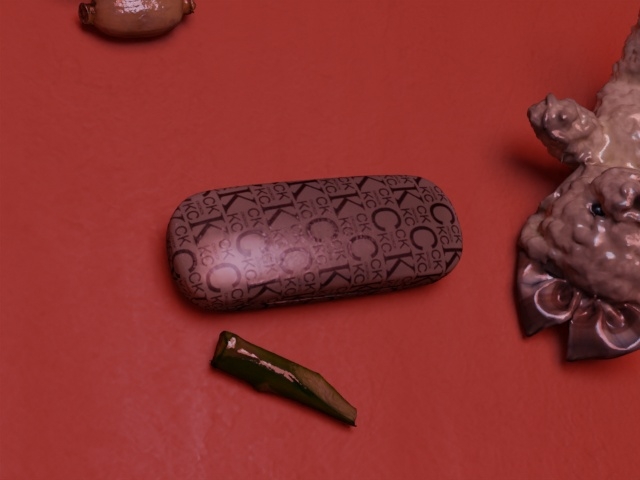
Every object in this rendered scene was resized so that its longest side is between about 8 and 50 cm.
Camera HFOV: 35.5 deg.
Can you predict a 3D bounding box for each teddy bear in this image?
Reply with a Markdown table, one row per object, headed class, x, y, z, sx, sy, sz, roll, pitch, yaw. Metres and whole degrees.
| class | x | y | z | sx | sy | sz | roll | pitch | yaw |
| --- | --- | --- | --- | --- | --- | --- | --- | --- | --- |
| teddy bear | 0.401 | -0.091 | 1.205 | 0.327 | 0.375 | 0.362 | 29 | 44 | 9 |

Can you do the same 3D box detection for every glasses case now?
| class | x | y | z | sx | sy | sz | roll | pitch | yaw |
| --- | --- | --- | --- | --- | --- | --- | --- | --- | --- |
| glasses case | 0.000 | 0.000 | 1.142 | 0.354 | 0.085 | 0.137 | -6 | 69 | -22 |

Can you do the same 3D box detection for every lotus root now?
| class | x | y | z | sx | sy | sz | roll | pitch | yaw |
| --- | --- | --- | --- | --- | --- | --- | --- | --- | --- |
| lotus root | -0.215 | -0.281 | 1.208 | 0.150 | 0.062 | 0.073 | -14 | 72 | -24 |

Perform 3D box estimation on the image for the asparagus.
| class | x | y | z | sx | sy | sz | roll | pitch | yaw |
| --- | --- | --- | --- | --- | --- | --- | --- | --- | --- |
| asparagus | -0.034 | 0.152 | 1.085 | 0.178 | 0.041 | 0.045 | 25 | 68 | -9 |
